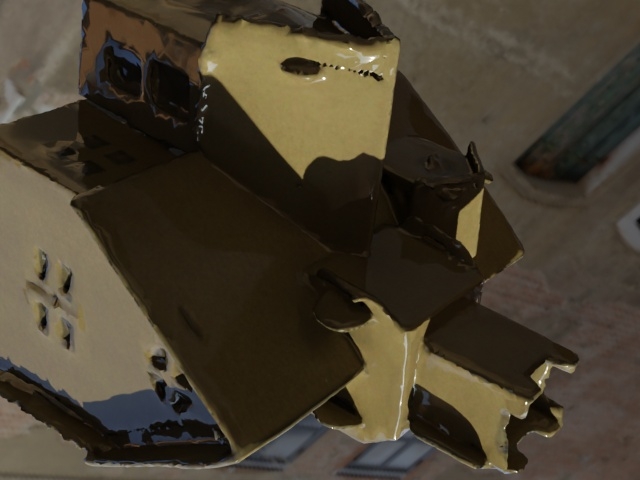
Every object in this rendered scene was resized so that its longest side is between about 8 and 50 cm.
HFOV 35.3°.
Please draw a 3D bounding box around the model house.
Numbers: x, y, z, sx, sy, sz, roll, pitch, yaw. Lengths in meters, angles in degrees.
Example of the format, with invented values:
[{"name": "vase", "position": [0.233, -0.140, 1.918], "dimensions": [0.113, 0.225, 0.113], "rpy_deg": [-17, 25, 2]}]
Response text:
[{"name": "model house", "position": [0.000, 0.000, 0.442], "dimensions": [0.243, 0.204, 0.211], "rpy_deg": [28, -141, 31]}]
